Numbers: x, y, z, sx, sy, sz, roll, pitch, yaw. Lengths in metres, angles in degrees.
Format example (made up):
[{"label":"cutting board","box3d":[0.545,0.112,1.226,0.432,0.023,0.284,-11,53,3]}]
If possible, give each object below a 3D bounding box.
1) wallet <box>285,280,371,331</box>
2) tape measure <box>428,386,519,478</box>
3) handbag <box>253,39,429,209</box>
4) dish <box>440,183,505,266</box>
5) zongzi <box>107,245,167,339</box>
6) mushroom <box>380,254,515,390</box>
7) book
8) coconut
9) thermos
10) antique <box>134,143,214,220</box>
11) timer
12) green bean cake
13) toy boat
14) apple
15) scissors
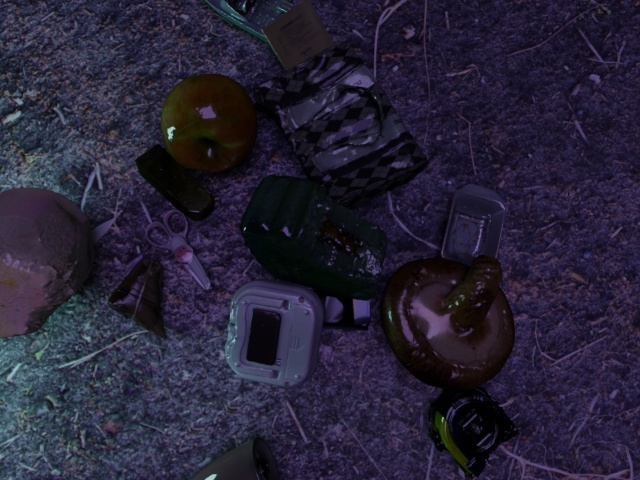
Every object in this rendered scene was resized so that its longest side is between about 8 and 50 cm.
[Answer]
[{"label":"wallet","box3d":[0.019,0.155,1.063,0.230,0.069,0.170,2,84,0]},{"label":"tape measure","box3d":[0.376,0.470,1.021,0.199,0.112,0.186,-42,84,-9]},{"label":"handbag","box3d":[0.039,-0.288,1.065,0.316,0.180,0.416,-27,80,-15]},{"label":"dish","box3d":[0.419,-0.038,1.116,0.153,0.064,0.234,16,82,-1]},{"label":"zongzi","box3d":[-0.424,0.138,1.050,0.178,0.081,0.189,40,66,-19]},{"label":"mushroom","box3d":[0.321,0.206,1.014,0.344,0.239,0.346,-4,75,17]},{"label":"book","box3d":[-0.048,-0.557,1.145,0.168,0.013,0.192,-38,112,-8]},{"label":"coconut","box3d":[-0.687,0.038,0.929,0.297,0.310,0.298,-6,119,-10]},{"label":"thermos","box3d":[-0.236,0.608,0.958,0.264,0.146,0.177,-28,110,1]},{"label":"antique","box3d":[-0.380,-0.144,1.068,0.221,0.080,0.081,44,69,2]},{"label":"timer","box3d":[-0.117,0.234,1.002,0.236,0.087,0.262,9,97,5]},{"label":"green bean cake","box3d":[0.000,0.000,0.930,0.307,0.300,0.169,15,66,12]},{"label":"toy boat","box3d":[-0.232,-0.700,1.154,0.319,0.092,0.141,30,86,1]},{"label":"apple","box3d":[-0.285,-0.307,1.049,0.246,0.246,0.226,-2,52,-4]},{"label":"scissors","box3d":[-0.365,0.035,1.074,0.118,0.030,0.242,-36,83,-8]}]
